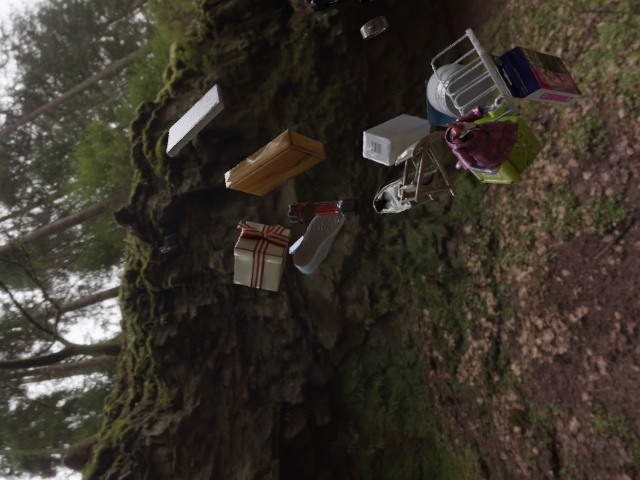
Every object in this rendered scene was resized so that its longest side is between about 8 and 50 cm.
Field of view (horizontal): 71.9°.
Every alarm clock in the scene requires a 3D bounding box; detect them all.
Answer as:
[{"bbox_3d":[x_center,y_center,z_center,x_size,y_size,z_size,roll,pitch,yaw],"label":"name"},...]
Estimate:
[{"bbox_3d":[0.249,-0.997,2.060,0.064,0.129,0.192,62,-161,-15],"label":"alarm clock"}]

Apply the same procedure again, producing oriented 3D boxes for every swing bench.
[{"bbox_3d":[0.409,-0.285,1.780,0.253,0.165,0.255,-167,67,-86],"label":"swing bench"}]

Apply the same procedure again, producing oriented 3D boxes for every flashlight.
[{"bbox_3d":[0.013,-0.128,1.929,0.103,0.303,0.103,-1,-92,-68],"label":"flashlight"}]

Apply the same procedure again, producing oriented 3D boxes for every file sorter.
[{"bbox_3d":[0.545,-0.561,1.583,0.277,0.173,0.193,39,-147,-36],"label":"file sorter"}]

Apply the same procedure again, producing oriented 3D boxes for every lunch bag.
[{"bbox_3d":[0.417,-0.235,2.177,0.235,0.287,0.169,-23,-89,-28],"label":"lunch bag"}]

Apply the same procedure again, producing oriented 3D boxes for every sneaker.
[{"bbox_3d":[0.000,0.000,2.117,0.366,0.135,0.150,-51,-26,-14],"label":"sneaker"}]

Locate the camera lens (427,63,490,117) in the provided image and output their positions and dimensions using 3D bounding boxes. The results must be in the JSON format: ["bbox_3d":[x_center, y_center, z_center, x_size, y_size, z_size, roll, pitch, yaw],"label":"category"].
[{"bbox_3d":[0.610,-0.667,1.968,0.274,0.219,0.220,-95,-21,-66],"label":"camera lens"}]

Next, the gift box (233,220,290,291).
[{"bbox_3d":[-0.287,0.050,2.133,0.277,0.254,0.258,-87,6,-52],"label":"gift box"}]

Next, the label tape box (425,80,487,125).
[{"bbox_3d":[0.724,-0.728,2.335,0.333,0.105,0.241,-3,-93,-29],"label":"label tape box"}]

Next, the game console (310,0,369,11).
[{"bbox_3d":[0.131,-1.068,1.886,0.213,0.360,0.044,-139,30,-89],"label":"game console"}]

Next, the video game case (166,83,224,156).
[{"bbox_3d":[-0.572,-0.554,2.011,0.036,0.329,0.300,43,-166,-34],"label":"video game case"}]

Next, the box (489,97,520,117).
[{"bbox_3d":[0.878,-0.601,2.098,0.178,0.109,0.042,27,-159,-45],"label":"box"}]

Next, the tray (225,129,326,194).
[{"bbox_3d":[-0.194,-0.309,1.846,0.202,0.410,0.076,9,-116,-47],"label":"tray"}]

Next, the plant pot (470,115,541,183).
[{"bbox_3d":[0.740,-0.364,1.839,0.227,0.228,0.207,33,-101,-35],"label":"plant pot"}]

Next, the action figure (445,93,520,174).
[{"bbox_3d":[0.532,-0.368,1.540,0.369,0.275,0.249,4,-77,-42],"label":"action figure"}]

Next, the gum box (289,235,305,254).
[{"bbox_3d":[-0.075,0.039,2.605,0.156,0.184,0.041,11,-120,-27],"label":"gum box"}]

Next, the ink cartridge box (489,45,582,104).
[{"bbox_3d":[0.737,-0.558,1.498,0.370,0.069,0.176,-9,-109,-33],"label":"ink cartridge box"}]

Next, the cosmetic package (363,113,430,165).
[{"bbox_3d":[0.423,-0.561,2.426,0.365,0.196,0.155,-29,-48,-34],"label":"cosmetic package"}]
